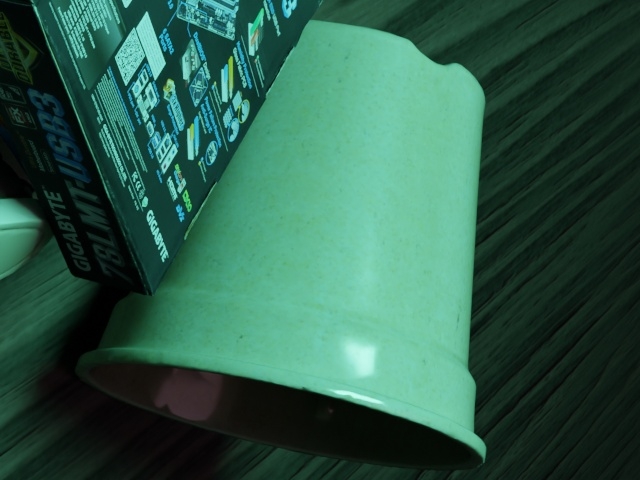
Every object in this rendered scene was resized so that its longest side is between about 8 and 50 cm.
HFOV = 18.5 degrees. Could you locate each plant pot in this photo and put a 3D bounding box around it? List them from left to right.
[{"bbox_3d":[0.000,0.000,1.600,0.334,0.334,0.305,41,59,-62],"label":"plant pot"}]

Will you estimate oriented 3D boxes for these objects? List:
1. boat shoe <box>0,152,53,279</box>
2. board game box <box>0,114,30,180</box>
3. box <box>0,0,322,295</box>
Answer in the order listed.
[{"bbox_3d":[-0.296,-0.028,1.218,0.116,0.096,0.324,-39,161,25],"label":"boat shoe"},{"bbox_3d":[-0.192,-0.147,1.328,0.210,0.047,0.160,67,23,-53],"label":"board game box"},{"bbox_3d":[-0.108,-0.164,1.294,0.295,0.073,0.293,73,35,-52],"label":"box"}]
